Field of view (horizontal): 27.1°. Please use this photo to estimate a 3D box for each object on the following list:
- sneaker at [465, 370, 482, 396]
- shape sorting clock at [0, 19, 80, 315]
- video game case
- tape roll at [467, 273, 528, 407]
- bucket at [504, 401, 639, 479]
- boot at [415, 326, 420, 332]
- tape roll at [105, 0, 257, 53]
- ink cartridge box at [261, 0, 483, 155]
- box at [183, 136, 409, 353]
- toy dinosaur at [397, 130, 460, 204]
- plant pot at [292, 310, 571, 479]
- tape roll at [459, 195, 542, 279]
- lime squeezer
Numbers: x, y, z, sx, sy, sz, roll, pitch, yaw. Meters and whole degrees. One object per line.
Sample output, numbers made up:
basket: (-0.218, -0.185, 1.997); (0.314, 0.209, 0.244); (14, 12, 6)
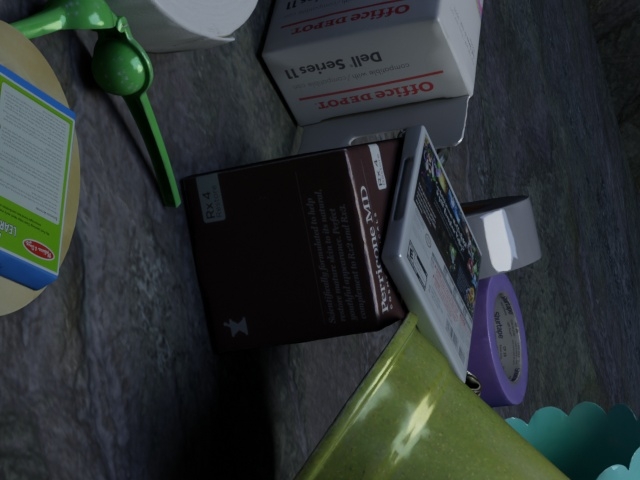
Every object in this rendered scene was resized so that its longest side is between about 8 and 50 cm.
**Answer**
sneaker: (0.181, 0.213, 1.728); (0.066, 0.071, 0.188); (-77, 148, -43)
shape sorting clock: (-0.230, -0.050, 0.908); (0.206, 0.040, 0.206); (-6, 90, -67)
video game case: (0.110, 0.015, 1.274); (0.173, 0.022, 0.190); (-76, 148, -41)
tape roll: (0.225, 0.140, 1.852); (0.189, 0.080, 0.189); (-9, 90, -67)
bucket: (0.330, 0.351, 1.782); (0.281, 0.281, 0.183); (-37, 116, -65)
boot: (0.115, 0.029, 1.670); (0.086, 0.069, 0.190); (23, 52, -55)
tape roll: (-0.159, -0.359, 1.163); (0.392, 0.072, 0.392); (-9, 90, -68)
ink cartridge box: (0.063, -0.249, 1.462); (0.119, 0.207, 0.353); (60, 29, -42)
box: (0.000, 0.000, 1.264); (0.203, 0.167, 0.168); (-19, 99, -67)
toy dinosaur: (0.149, -0.121, 1.812); (0.268, 0.064, 0.118); (31, 60, -64)
plant pot: (0.104, 0.243, 1.144); (0.254, 0.276, 0.276); (34, 27, 5)
tape roll: (0.140, 0.005, 1.525); (0.219, 0.219, 0.072); (-25, 103, -67)
lime squeezer: (-0.175, -0.131, 1.052); (0.310, 0.059, 0.110); (40, 45, -58)
